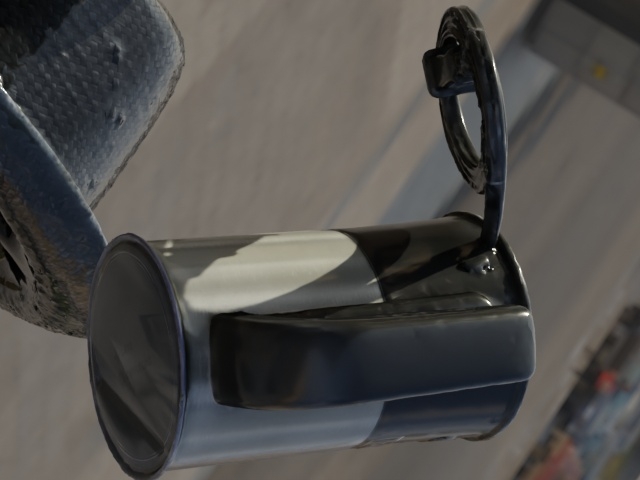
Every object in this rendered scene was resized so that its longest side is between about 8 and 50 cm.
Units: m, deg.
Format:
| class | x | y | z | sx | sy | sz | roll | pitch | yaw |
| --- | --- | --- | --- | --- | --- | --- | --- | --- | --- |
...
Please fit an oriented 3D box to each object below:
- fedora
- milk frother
| class | x | y | z | sx | sy | sz | roll | pitch | yaw |
| --- | --- | --- | --- | --- | --- | --- | --- | --- | --- |
| fedora | -0.176 | -0.101 | 1.042 | 0.152 | 0.334 | 0.334 | -42 | 162 | -17 |
| milk frother | 0.000 | 0.000 | 0.675 | 0.135 | 0.143 | 0.129 | -4 | 165 | -28 |
